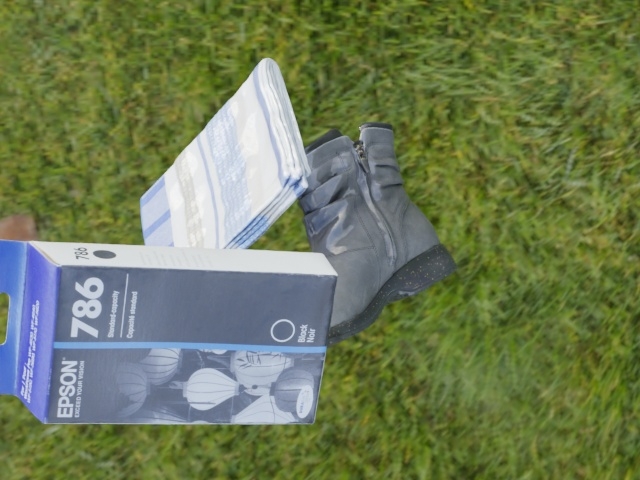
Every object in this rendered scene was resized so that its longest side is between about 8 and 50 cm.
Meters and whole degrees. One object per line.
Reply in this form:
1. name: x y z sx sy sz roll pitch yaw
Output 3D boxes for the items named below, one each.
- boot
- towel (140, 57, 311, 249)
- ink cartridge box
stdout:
1. boot: 0.000 0.000 1.421 0.118 0.338 0.222 -26 92 44
2. towel: -0.124 -0.061 1.431 0.285 0.034 0.209 -43 44 31
3. ink cartridge box: -0.157 0.089 1.135 0.333 0.065 0.165 2 111 -16
